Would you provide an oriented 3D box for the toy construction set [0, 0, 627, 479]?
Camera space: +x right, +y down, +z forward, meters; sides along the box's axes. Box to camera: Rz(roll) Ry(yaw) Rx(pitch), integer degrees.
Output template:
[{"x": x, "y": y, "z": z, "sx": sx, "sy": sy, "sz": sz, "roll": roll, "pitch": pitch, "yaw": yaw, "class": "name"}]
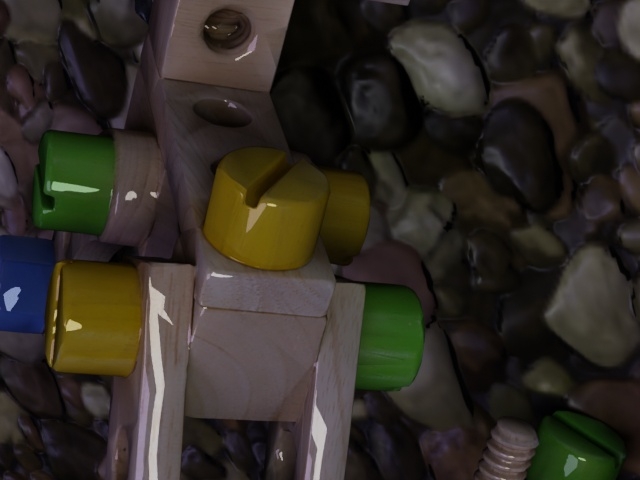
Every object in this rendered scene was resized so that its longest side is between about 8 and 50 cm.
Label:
[{"x": 0.000, "y": 0.000, "z": 0.544, "sx": 0.309, "sy": 0.257, "sz": 0.237, "roll": 20, "pitch": 112, "yaw": 3, "class": "toy construction set"}]
